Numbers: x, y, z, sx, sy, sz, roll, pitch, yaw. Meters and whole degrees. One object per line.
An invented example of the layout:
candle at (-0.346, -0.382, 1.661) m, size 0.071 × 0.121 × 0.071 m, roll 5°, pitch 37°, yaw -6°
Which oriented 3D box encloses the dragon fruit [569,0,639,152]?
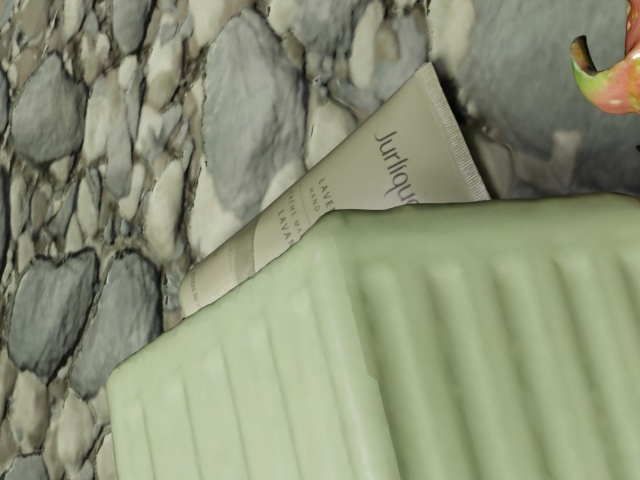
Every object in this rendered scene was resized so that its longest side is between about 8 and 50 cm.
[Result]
dragon fruit at (0.181, -0.045, 0.513) m, size 0.236 × 0.137 × 0.135 m, roll 48°, pitch 131°, yaw 44°

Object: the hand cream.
hand cream at (0.000, 0.000, 0.774) m, size 0.186 × 0.054 × 0.087 m, roll -37°, pitch 60°, yaw 29°

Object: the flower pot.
flower pot at (0.052, 0.116, 0.564) m, size 0.209 × 0.239 × 0.190 m, roll -17°, pitch 63°, yaw 10°
